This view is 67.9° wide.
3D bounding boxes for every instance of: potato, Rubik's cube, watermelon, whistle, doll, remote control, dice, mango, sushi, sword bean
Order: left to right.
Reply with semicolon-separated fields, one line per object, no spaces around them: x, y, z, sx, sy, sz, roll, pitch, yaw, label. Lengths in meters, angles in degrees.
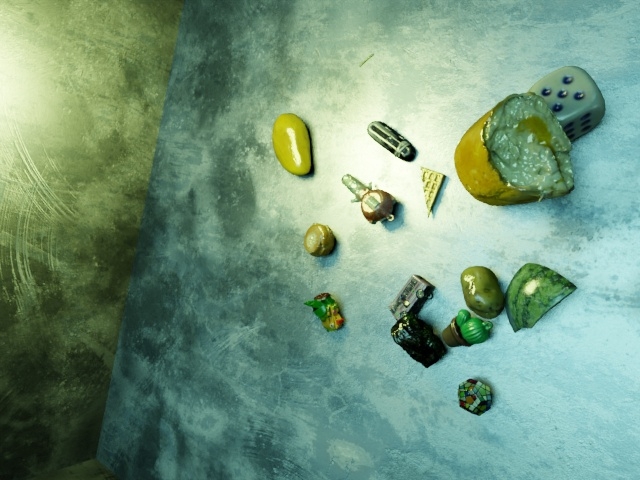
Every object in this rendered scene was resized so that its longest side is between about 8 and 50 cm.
-0.145;-0.468;2.335;0.195;0.142;0.332;-14;80;38;mango
0.024;0.326;2.160;0.134;0.106;0.186;-40;81;31;doll
0.210;-0.834;2.200;0.083;0.012;0.012;-35;67;29;sword bean
0.209;-0.186;2.074;0.346;0.133;0.142;47;120;37;whistle
0.301;-0.436;2.063;0.266;0.066;0.090;46;114;30;remote control
0.385;0.388;1.852;0.225;0.124;0.127;43;108;-11;sushi
0.567;0.577;1.753;0.112;0.133;0.133;0;85;10;Rubik's cube
0.592;0.187;1.737;0.137;0.154;0.200;-13;47;6;potato
0.737;0.208;1.652;0.176;0.256;0.260;40;105;-16;watermelon
0.824;-0.454;1.610;0.194;0.193;0.192;-29;66;16;dice

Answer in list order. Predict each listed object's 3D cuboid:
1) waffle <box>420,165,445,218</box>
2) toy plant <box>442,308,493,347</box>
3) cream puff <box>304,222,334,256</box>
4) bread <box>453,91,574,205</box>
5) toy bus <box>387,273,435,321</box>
0.431;-0.200;1.970;0.125;0.032;0.191;27;99;32;waffle
0.551;0.330;1.787;0.200;0.105;0.143;-39;71;36;toy plant
0.000;0.000;2.203;0.165;0.115;0.150;-45;55;33;cream puff
0.626;-0.264;1.638;0.250;0.394;0.361;-27;88;-12;bread
0.368;0.239;1.935;0.108;0.096;0.199;44;108;34;toy bus
